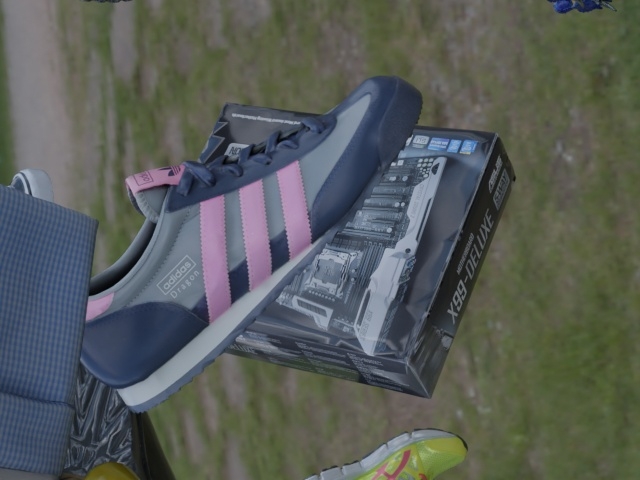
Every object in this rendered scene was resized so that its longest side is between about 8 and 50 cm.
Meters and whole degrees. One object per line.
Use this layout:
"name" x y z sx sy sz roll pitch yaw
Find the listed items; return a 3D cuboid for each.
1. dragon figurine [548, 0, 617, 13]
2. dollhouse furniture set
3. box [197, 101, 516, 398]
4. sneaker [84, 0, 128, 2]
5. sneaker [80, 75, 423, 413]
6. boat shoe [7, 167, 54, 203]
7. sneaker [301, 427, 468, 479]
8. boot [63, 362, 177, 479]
"dragon figurine" 0.302 -0.298 1.142 0.085 0.289 0.144 -7 -103 -67
"dollhouse furniture set" -0.170 -0.006 0.641 0.198 0.303 0.287 -11 64 43
"box" 0.000 0.000 1.253 0.307 0.243 0.076 10 153 30
"sneaker" -0.292 -0.338 1.214 0.384 0.147 0.145 23 152 14
"sneaker" -0.064 -0.027 0.963 0.131 0.319 0.112 45 173 -14
"boat shoe" -0.381 0.062 1.494 0.113 0.104 0.306 41 116 54
"sneaker" 0.074 0.282 1.463 0.081 0.208 0.094 67 177 -55
"boot" -0.149 0.273 1.284 0.445 0.146 0.367 51 -165 -66
